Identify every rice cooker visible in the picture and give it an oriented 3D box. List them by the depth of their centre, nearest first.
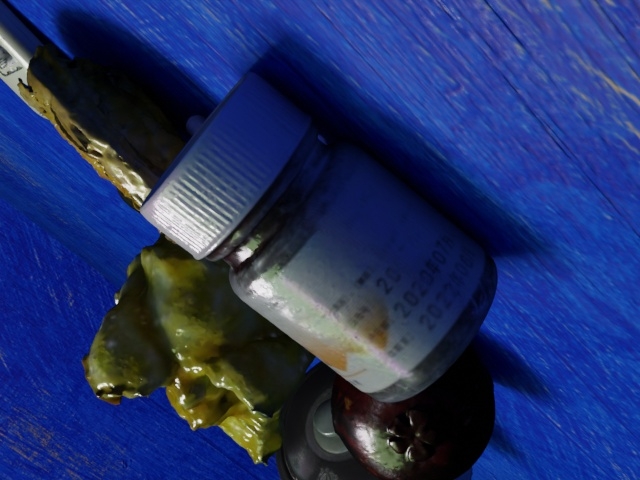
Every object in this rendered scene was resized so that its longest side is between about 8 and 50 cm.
[{"bbox_3d":[0.084,0.314,1.548,0.317,0.264,0.316,-2,147,-2],"label":"rice cooker"}]

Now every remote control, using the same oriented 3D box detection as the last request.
[{"bbox_3d":[-0.365,-0.222,1.188,0.078,0.042,0.221,-13,130,40],"label":"remote control"}]

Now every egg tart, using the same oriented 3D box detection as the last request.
[{"bbox_3d":[-0.204,-0.108,1.111,0.291,0.107,0.291,45,173,7],"label":"egg tart"}]

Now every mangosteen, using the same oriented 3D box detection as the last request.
[{"bbox_3d":[0.110,0.191,1.208,0.210,0.210,0.210,33,166,9],"label":"mangosteen"}]

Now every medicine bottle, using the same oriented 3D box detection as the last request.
[{"bbox_3d":[0.000,0.000,0.857,0.273,0.165,0.165,37,167,-11],"label":"medicine bottle"}]

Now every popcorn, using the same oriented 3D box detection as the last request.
[{"bbox_3d":[-0.123,0.125,1.361,0.321,0.290,0.326,32,174,-29],"label":"popcorn"}]

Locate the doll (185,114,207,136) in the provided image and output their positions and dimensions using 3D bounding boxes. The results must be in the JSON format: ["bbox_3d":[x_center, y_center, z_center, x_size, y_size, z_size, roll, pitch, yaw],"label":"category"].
[{"bbox_3d":[-0.042,-0.031,1.039,0.217,0.085,0.183,37,169,34],"label":"doll"}]

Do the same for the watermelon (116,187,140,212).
[{"bbox_3d":[-0.224,-0.069,1.363,0.111,0.078,0.078,34,167,5],"label":"watermelon"}]
